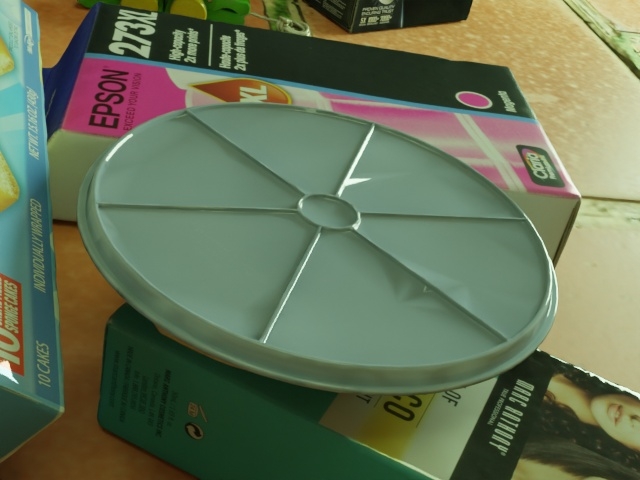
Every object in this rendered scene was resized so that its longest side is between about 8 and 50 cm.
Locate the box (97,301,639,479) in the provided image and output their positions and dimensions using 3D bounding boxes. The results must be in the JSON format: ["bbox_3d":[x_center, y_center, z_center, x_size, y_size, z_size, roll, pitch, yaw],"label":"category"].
[{"bbox_3d":[0.039,0.078,0.377,0.244,0.060,0.100,23,35,14],"label":"box"}]

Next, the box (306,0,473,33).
[{"bbox_3d":[0.038,-0.270,0.863,0.147,0.077,0.180,-15,44,-35],"label":"box"}]

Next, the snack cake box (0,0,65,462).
[{"bbox_3d":[-0.192,-0.040,0.358,0.152,0.089,0.264,37,23,-41],"label":"snack cake box"}]

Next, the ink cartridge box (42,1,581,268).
[{"bbox_3d":[-0.045,-0.070,0.564,0.371,0.069,0.175,5,35,-9],"label":"ink cartridge box"}]

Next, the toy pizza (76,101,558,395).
[{"bbox_3d":[0.000,0.000,0.393,0.201,0.032,0.201,10,33,-7],"label":"toy pizza"}]

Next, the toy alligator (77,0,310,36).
[{"bbox_3d":[-0.096,-0.198,0.735,0.190,0.051,0.056,5,35,-12],"label":"toy alligator"}]
